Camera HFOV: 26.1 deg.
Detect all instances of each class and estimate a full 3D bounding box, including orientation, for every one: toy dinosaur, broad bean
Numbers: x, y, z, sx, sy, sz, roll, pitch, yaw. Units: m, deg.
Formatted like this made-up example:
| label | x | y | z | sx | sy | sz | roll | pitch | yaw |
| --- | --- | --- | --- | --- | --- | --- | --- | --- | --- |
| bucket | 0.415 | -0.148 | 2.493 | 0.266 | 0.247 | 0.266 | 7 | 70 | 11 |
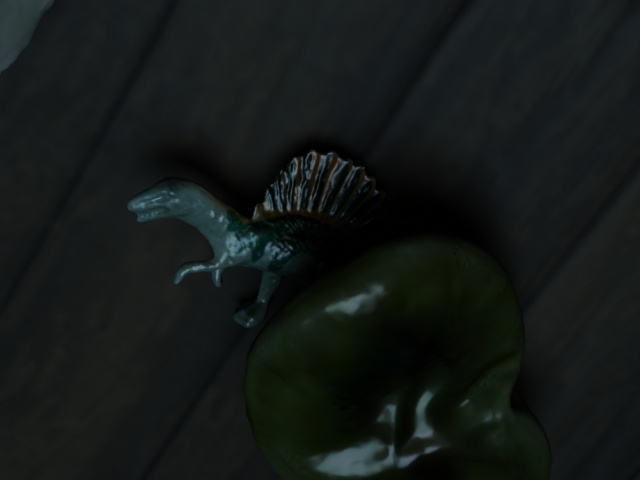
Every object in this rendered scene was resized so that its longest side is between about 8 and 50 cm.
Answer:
| label | x | y | z | sx | sy | sz | roll | pitch | yaw |
| --- | --- | --- | --- | --- | --- | --- | --- | --- | --- |
| toy dinosaur | 0.001 | 0.002 | 0.687 | 0.187 | 0.044 | 0.106 | -2 | 121 | -2 |
| broad bean | 0.039 | 0.076 | 0.692 | 0.153 | 0.072 | 0.207 | -33 | 128 | 2 |

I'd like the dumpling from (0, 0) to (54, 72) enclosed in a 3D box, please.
| label | x | y | z | sx | sy | sz | roll | pitch | yaw |
| --- | --- | --- | --- | --- | --- | --- | --- | --- | --- |
| dumpling | -0.169 | -0.145 | 0.563 | 0.127 | 0.108 | 0.188 | -22 | 105 | -10 |
